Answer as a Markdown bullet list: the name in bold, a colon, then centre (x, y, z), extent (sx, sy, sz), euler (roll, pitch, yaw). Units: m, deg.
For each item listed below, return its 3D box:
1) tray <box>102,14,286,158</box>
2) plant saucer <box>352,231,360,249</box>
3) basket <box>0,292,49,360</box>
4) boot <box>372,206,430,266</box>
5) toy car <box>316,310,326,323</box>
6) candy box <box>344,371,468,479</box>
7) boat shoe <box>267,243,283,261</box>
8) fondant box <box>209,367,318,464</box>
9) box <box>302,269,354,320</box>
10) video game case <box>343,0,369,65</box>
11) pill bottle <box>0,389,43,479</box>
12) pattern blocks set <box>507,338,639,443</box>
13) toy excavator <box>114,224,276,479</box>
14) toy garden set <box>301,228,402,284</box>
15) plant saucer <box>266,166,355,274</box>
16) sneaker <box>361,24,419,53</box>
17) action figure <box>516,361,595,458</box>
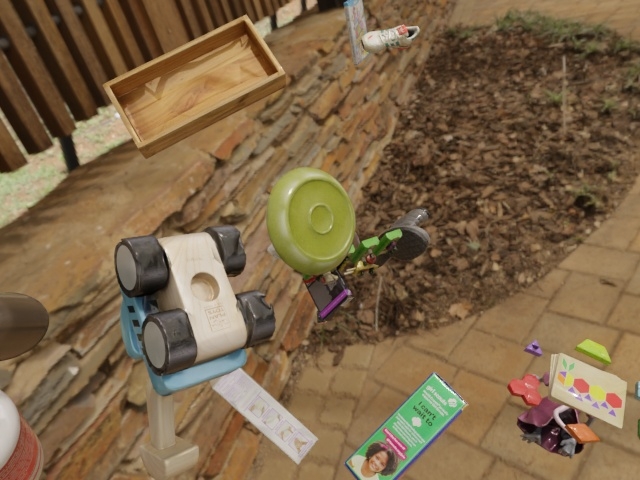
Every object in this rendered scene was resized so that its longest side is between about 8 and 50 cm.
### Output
- **tray**: centre (-0.317, -0.397, 1.361), extent (0.411, 0.202, 0.076), euler (-30, -12, -9)
- **plant saucer**: centre (0.022, -0.068, 1.570), extent (0.050, 0.310, 0.310), euler (-39, 34, -9)
- **basket**: centre (-0.702, 0.176, 1.099), extent (0.204, 0.154, 0.227), euler (-9, -8, -16)
- **boot**: centre (0.281, -0.036, 1.709), extent (0.223, 0.118, 0.338), euler (-41, 10, -24)
- **toy car**: centre (0.041, 0.265, 1.915), extent (0.122, 0.040, 0.060), euler (-26, 45, -3)
- **candy box**: centre (0.227, 0.506, 1.376), extent (0.317, 0.268, 0.122), euler (-45, 67, -8)
- **boat shoe**: centre (-0.085, 0.061, 2.008), extent (0.084, 0.258, 0.095), euler (-39, 36, 32)
- **fondant box**: centre (-0.180, 0.494, 1.576), extent (0.096, 0.330, 0.238), euler (-49, 7, -15)
- **box**: centre (0.019, 0.138, 1.554), extent (0.116, 0.029, 0.162), euler (-47, 54, 25)
- **video game case**: centre (0.104, -0.593, 1.488), extent (0.015, 0.166, 0.119), euler (3, 35, 25)
- **pill bottle**: centre (-0.750, 0.443, 1.129), extent (0.229, 0.407, 0.229), euler (8, 53, -11)
- **pattern blocks set**: centre (0.647, 0.363, 1.296), extent (0.325, 0.026, 0.285), euler (30, 52, 19)
- **toy excavator**: centre (-0.289, 0.234, 1.064), extent (0.222, 0.432, 0.445), euler (-12, -17, -42)
- **toy garden set**: centre (0.072, 0.066, 1.332), extent (0.244, 0.204, 0.049), euler (-18, 72, -22)
- **plant saucer**: centre (-0.007, -0.045, 1.156), extent (0.241, 0.241, 0.037), euler (-41, 20, -33)
- **sneaker**: centre (0.180, -0.524, 1.353), extent (0.161, 0.057, 0.075), euler (-14, -6, -27)
- **action figure**: centre (0.823, 0.532, 1.791), extent (0.248, 0.275, 0.370), euler (33, 58, 24)
